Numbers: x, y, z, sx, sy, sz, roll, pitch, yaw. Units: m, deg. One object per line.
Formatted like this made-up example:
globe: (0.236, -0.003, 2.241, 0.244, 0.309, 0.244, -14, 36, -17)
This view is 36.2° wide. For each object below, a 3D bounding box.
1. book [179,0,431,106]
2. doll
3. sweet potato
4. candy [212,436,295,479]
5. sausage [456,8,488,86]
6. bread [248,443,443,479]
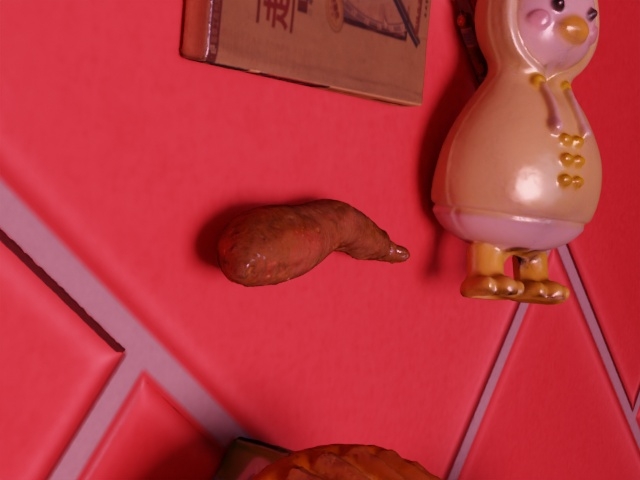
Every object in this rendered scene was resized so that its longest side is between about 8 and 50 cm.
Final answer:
book: (0.006, -0.177, 0.619, 0.231, 0.026, 0.161, 0, 96, -54)
doll: (0.161, -0.098, 0.753, 0.141, 0.117, 0.296, 5, 98, -28)
sweet potato: (0.000, 0.000, 0.628, 0.214, 0.050, 0.050, -7, 102, -60)
candy: (-0.052, 0.226, 0.582, 0.097, 0.062, 0.194, 54, 52, -42)
sausage: (0.130, -0.149, 0.805, 0.015, 0.015, 0.100, -59, 138, -29)
bread: (0.022, 0.222, 0.501, 0.240, 0.139, 0.239, 8, 78, -40)
